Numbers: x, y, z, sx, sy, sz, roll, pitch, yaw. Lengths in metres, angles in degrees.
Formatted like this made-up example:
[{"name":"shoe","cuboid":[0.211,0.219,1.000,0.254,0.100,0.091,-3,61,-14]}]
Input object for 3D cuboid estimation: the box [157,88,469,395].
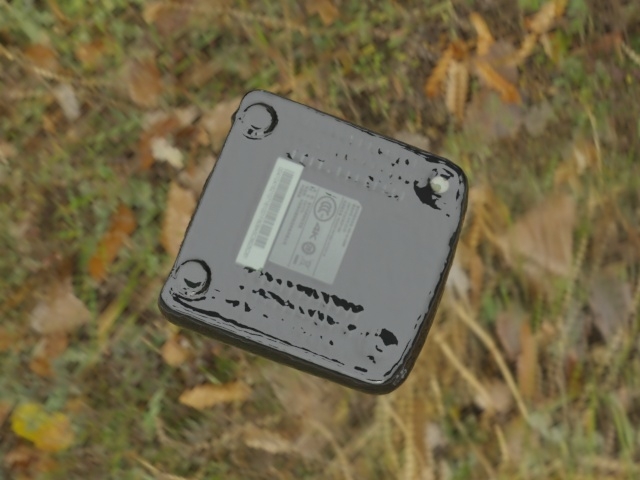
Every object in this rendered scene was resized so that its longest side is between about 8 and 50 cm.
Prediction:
[{"name":"box","cuboid":[0.000,0.000,0.856,0.125,0.027,0.126,19,65,3]}]
